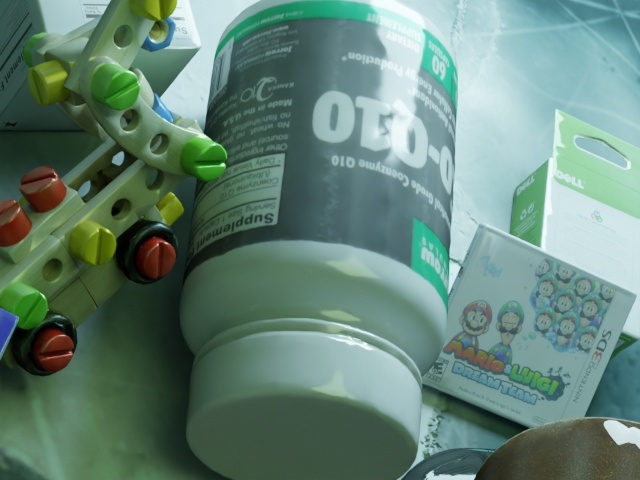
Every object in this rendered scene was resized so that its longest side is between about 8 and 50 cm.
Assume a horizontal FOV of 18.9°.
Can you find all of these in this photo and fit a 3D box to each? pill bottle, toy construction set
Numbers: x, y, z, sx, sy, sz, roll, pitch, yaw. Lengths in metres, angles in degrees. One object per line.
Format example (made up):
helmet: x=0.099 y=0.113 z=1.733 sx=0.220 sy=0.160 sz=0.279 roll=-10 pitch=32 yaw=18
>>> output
pill bottle: x=0.000 y=0.000 z=1.486 sx=0.204 sy=0.204 sz=0.361 roll=20 pitch=55 yaw=-22
toy construction set: x=-0.209 y=-0.035 z=1.365 sx=0.328 sy=0.215 sz=0.151 roll=-33 pitch=40 yaw=-7

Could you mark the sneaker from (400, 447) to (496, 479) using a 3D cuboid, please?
sneaker: x=0.184 y=0.200 z=1.552 sx=0.267 sy=0.106 sz=0.101 roll=0 pitch=65 yaw=-31

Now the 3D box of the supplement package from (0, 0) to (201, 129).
supplement package: x=-0.207 y=-0.224 z=1.529 sx=0.134 sy=0.139 sz=0.244 roll=-3 pitch=66 yaw=-32

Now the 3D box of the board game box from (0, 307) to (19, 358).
board game box: x=-0.355 y=0.144 z=1.224 sx=0.213 sy=0.046 sz=0.317 roll=28 pitch=69 yaw=-15

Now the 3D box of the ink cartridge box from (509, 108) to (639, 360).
ink cartridge box: x=0.231 y=-0.003 z=1.725 sx=0.109 sy=0.062 sz=0.209 roll=23 pitch=54 yaw=-18

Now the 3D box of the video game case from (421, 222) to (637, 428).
video game case: x=0.174 y=0.080 z=1.618 sx=0.157 sy=0.019 sz=0.143 roll=24 pitch=90 yaw=-19

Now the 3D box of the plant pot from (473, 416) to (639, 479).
plant pot: x=0.192 y=0.280 z=1.365 sx=0.215 sy=0.215 sz=0.230 roll=36 pitch=35 yaw=-10
